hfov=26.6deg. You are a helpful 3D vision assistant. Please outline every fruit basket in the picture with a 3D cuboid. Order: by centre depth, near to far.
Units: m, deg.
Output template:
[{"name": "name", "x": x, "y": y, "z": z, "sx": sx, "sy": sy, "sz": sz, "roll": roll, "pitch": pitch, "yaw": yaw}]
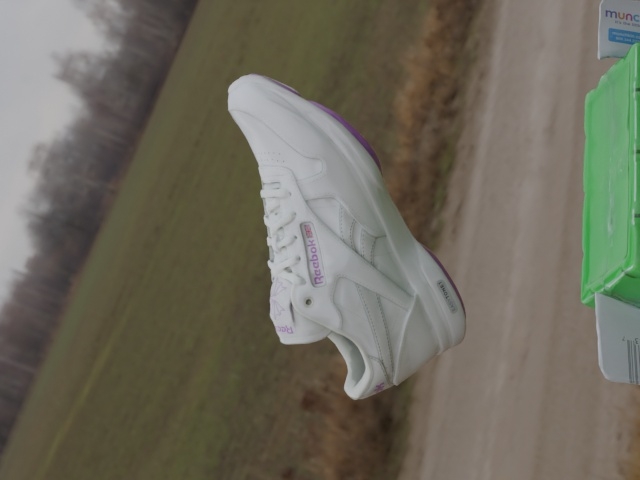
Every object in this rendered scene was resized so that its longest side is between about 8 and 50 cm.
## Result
[{"name": "fruit basket", "x": 0.381, "y": -0.021, "z": 1.081, "sx": 0.165, "sy": 0.353, "sz": 0.327, "roll": 136, "pitch": 141, "yaw": -65}]

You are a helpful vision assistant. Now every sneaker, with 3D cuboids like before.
[{"name": "sneaker", "x": 0.000, "y": 0.000, "z": 1.161, "sx": 0.152, "sy": 0.305, "sz": 0.114, "roll": -37, "pitch": 10, "yaw": -15}]
